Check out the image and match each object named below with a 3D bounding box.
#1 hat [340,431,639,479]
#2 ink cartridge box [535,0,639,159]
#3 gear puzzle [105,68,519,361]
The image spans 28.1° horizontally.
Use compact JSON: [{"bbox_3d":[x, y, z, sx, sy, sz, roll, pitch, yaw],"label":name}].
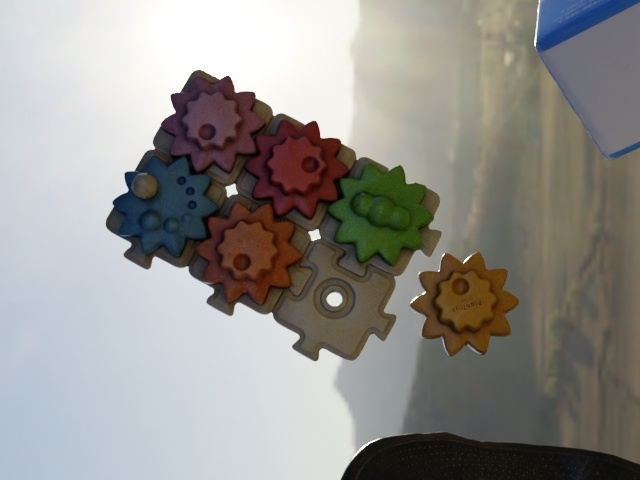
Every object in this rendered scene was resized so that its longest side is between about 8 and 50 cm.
[{"bbox_3d":[0.152,0.268,0.911,0.331,0.331,0.134,-79,-1,-69],"label":"hat"},{"bbox_3d":[0.201,-0.155,0.692,0.086,0.148,0.203,49,-149,-24],"label":"ink cartridge box"},{"bbox_3d":[0.000,0.000,1.033,0.175,0.339,0.044,-61,-6,-10],"label":"gear puzzle"}]
